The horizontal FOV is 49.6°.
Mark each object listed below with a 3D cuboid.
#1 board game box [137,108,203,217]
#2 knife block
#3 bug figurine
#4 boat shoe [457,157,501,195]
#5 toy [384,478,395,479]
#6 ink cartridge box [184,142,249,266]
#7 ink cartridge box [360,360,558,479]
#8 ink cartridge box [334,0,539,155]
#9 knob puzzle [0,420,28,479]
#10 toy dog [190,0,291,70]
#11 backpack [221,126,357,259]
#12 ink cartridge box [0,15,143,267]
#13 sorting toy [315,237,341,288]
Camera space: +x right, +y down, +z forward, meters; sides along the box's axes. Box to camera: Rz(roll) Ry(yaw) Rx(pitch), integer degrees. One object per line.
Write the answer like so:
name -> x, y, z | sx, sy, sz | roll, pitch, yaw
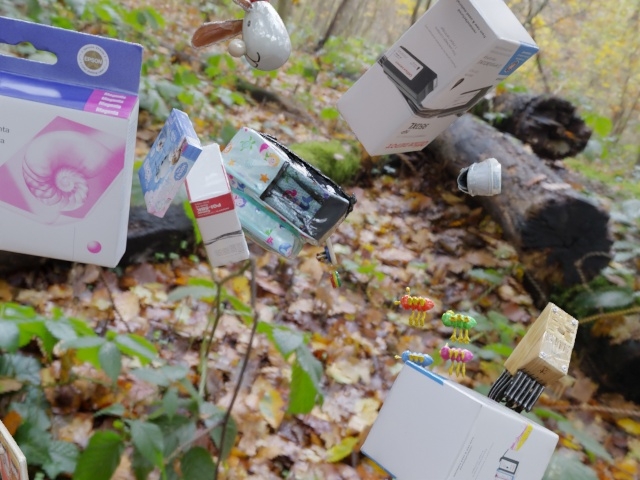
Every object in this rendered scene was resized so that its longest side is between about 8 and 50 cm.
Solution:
board game box -> -0.165, -0.085, 0.751 | 0.020, 0.090, 0.090 | 21, 23, -33
knife block -> 0.547, 0.326, 1.824 | 0.088, 0.242, 0.276 | 35, 49, -4
bug figurine -> 0.303, 0.254, 1.848 | 0.216, 0.279, 0.072 | 9, 33, 20
boat shoe -> 0.324, -0.131, 1.433 | 0.081, 0.079, 0.227 | 1, 6, 8
toy -> 0.070, 0.558, 1.522 | 0.237, 0.056, 0.137 | -3, -19, -24
ink cartridge box -> -0.142, -0.045, 0.929 | 0.056, 0.135, 0.099 | -16, 49, -6
ink cartridge box -> 0.225, 0.325, 1.101 | 0.232, 0.168, 0.171 | 29, -4, -38
ink cartridge box -> 0.270, -0.382, 1.619 | 0.285, 0.395, 0.166 | -15, 69, -55
knob puzzle -> -0.511, 0.417, 1.140 | 0.030, 0.213, 0.213 | -11, 32, -36
toy dog -> -0.172, -0.402, 1.037 | 0.161, 0.220, 0.334 | -17, 49, -21
backpack -> -0.085, -0.087, 1.293 | 0.253, 0.191, 0.225 | 43, -2, 3
ink cartridge box -> -0.432, -0.139, 0.982 | 0.324, 0.330, 0.071 | 9, 25, -6
sorting toy -> 0.000, 0.000, 1.874 | 0.046, 0.275, 0.132 | -16, -2, -3
